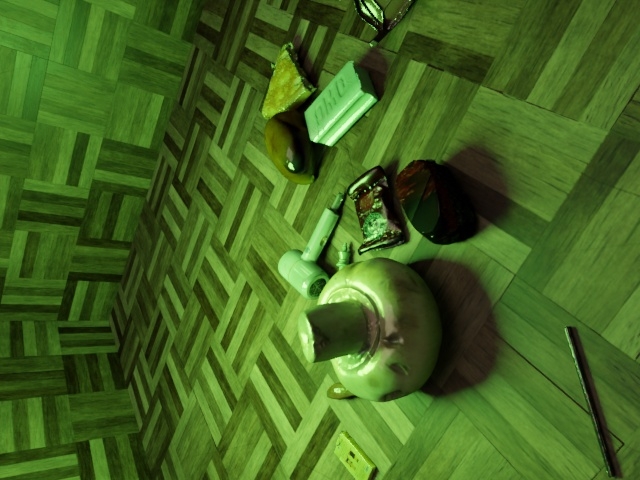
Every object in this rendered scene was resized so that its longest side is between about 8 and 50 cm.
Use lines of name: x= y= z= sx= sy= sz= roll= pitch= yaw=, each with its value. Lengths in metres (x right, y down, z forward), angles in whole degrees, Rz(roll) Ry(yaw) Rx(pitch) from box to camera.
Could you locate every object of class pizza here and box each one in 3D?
pizza: x=-0.112 y=-0.615 z=1.722 sx=0.279 sy=0.075 sz=0.288 roll=-4 pitch=79 yaw=46

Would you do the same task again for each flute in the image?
flute: x=0.502 y=0.296 z=0.857 sx=0.014 sy=0.014 sz=0.270 roll=-28 pitch=63 yaw=45

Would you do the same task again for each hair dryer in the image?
hair dryer: x=0.000 y=0.000 z=1.469 sx=0.173 sy=0.107 sz=0.358 roll=36 pitch=106 yaw=45

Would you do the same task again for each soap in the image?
soap: x=0.060 y=-0.430 z=1.457 sx=0.261 sy=0.094 sz=0.150 roll=-40 pitch=55 yaw=40

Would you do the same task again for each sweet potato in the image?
sweet potato: x=0.095 y=0.432 z=1.309 sx=0.214 sy=0.050 sz=0.050 roll=-19 pitch=69 yaw=45

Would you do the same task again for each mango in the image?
mango: x=-0.102 y=-0.331 z=1.589 sx=0.201 sy=0.152 sz=0.288 roll=-55 pitch=46 yaw=37

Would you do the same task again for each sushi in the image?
sushi: x=0.279 y=-0.091 z=1.116 sx=0.136 sy=0.126 sz=0.225 roll=-47 pitch=45 yaw=37

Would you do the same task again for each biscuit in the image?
biscuit: x=0.151 y=-0.077 z=1.309 sx=0.151 sy=0.063 sz=0.236 roll=-29 pitch=65 yaw=45

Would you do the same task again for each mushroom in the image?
mushroom: x=0.110 y=0.225 z=1.147 sx=0.325 sy=0.352 sz=0.354 roll=134 pitch=137 yaw=-77

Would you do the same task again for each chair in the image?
chair: x=0.180 y=-0.722 z=1.347 sx=0.175 sy=0.183 sz=0.326 roll=-45 pitch=7 yaw=38

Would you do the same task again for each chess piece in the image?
chess piece: x=0.068 y=0.079 z=1.395 sx=0.059 sy=0.059 sz=0.149 roll=-7 pitch=75 yaw=50

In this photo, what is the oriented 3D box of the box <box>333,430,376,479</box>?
box: x=0.094 y=0.618 z=1.296 sx=0.149 sy=0.020 sz=0.073 roll=35 pitch=112 yaw=48
